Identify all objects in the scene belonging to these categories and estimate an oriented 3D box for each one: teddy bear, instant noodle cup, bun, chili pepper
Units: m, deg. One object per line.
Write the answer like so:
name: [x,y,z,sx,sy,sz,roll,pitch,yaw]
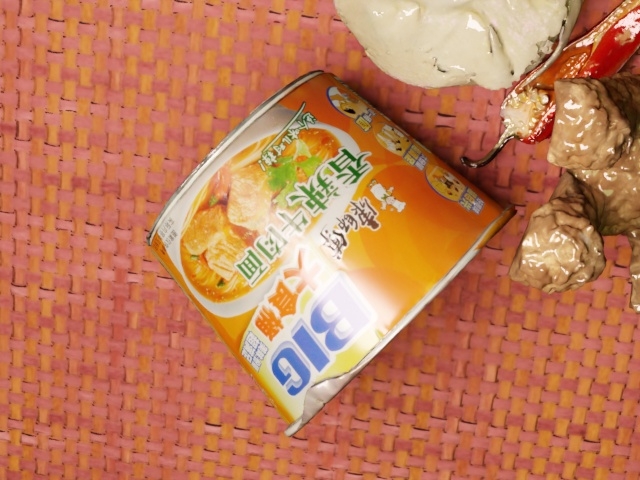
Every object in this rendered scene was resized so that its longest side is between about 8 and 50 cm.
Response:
teddy bear: [0.304,-0.041,1.006,0.222,0.296,0.246,20,114,18]
instant noodle cup: [0.000,0.000,1.072,0.214,0.296,0.296,45,108,5]
bun: [0.123,-0.239,1.041,0.239,0.141,0.239,1,105,5]
chili pepper: [0.234,-0.153,1.101,0.268,0.059,0.050,-44,140,15]
